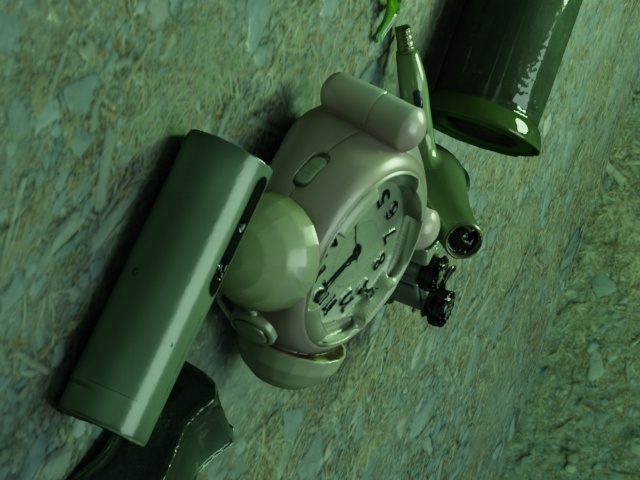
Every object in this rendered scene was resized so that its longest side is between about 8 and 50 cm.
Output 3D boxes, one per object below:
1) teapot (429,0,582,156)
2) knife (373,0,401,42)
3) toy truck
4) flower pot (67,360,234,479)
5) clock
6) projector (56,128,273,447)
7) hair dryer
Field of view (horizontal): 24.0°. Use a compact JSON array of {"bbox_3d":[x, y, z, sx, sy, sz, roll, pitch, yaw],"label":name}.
[{"bbox_3d":[0.288,-0.312,2.311,0.270,0.200,0.337,153,-43,-83],"label":"teapot"},{"bbox_3d":[0.088,-0.342,2.004,0.166,0.023,0.078,81,31,-53],"label":"knife"},{"bbox_3d":[0.140,0.034,2.307,0.111,0.136,0.286,-63,161,-21],"label":"toy truck"},{"bbox_3d":[-0.193,0.255,1.740,0.229,0.103,0.108,-55,153,-33],"label":"flower pot"},{"bbox_3d":[0.000,0.000,1.891,0.325,0.184,0.342,-55,149,-23],"label":"clock"},{"bbox_3d":[-0.166,0.050,1.619,0.337,0.108,0.108,-65,158,-10],"label":"projector"},{"bbox_3d":[0.158,-0.106,2.108,0.298,0.119,0.296,79,-6,-47],"label":"hair dryer"}]
